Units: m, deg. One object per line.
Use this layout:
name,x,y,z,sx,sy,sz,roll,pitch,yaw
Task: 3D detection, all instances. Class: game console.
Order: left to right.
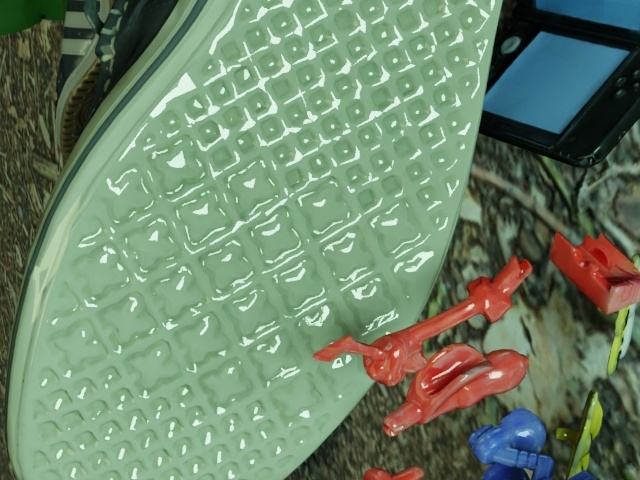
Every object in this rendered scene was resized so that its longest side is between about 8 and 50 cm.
game console,0.106,-0.104,0.638,0.071,0.107,0.122,46,172,-31

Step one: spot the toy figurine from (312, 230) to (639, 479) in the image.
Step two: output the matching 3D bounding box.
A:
toy figurine,0.111,0.203,0.639,0.217,0.191,0.362,49,143,39

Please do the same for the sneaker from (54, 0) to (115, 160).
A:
sneaker,-0.188,-0.209,1.170,0.153,0.099,0.282,55,139,32

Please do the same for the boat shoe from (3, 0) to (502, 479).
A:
boat shoe,-0.018,-0.089,0.668,0.500,0.187,0.156,-70,20,6

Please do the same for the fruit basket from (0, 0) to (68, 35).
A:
fruit basket,-0.373,-0.390,1.260,0.392,0.283,0.392,163,90,-79
